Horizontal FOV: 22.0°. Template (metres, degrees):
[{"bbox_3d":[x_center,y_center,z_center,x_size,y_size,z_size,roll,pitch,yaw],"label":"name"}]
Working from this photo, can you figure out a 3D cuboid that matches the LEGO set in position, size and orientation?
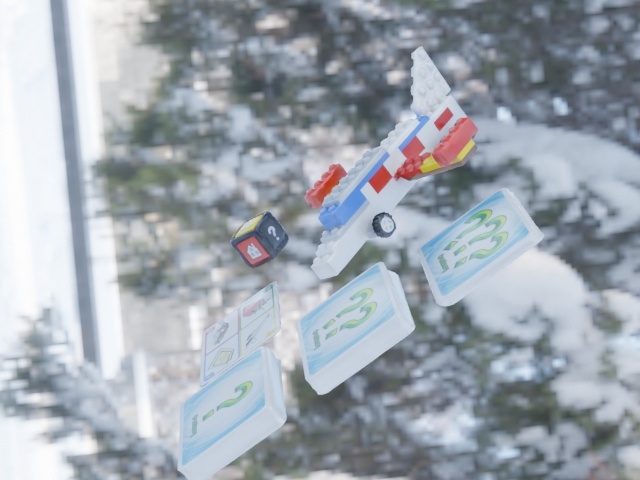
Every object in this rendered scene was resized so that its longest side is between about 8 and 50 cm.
[{"bbox_3d":[0.000,0.000,0.783,0.060,0.182,0.244,52,8,-15],"label":"LEGO set"}]
